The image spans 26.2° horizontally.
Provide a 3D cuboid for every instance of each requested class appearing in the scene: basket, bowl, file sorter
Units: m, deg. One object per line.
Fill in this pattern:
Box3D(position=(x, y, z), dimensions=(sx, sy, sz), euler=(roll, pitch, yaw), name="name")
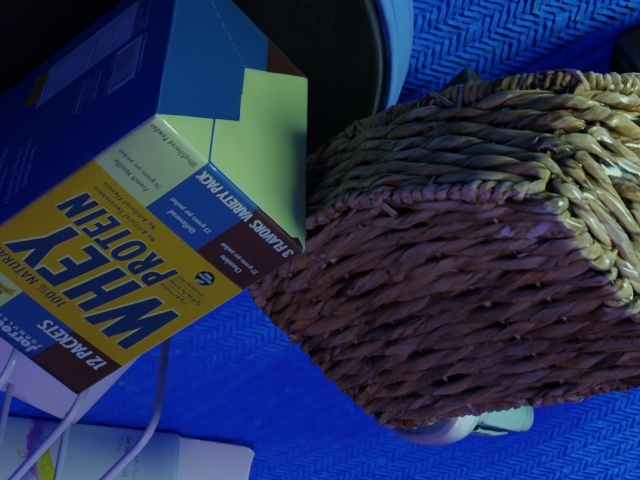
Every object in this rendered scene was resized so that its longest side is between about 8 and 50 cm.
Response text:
Box3D(position=(0.116, -0.028, 0.942), dimensions=(0.213, 0.223, 0.299), euler=(46, 144, -21), name="basket")
Box3D(position=(-0.125, -0.143, 1.022), dimensions=(0.391, 0.077, 0.391), euler=(0, 130, 0), name="bowl")
Box3D(position=(-0.285, 0.096, 1.158), dimensions=(0.277, 0.173, 0.193), euler=(30, 124, -24), name="file sorter")

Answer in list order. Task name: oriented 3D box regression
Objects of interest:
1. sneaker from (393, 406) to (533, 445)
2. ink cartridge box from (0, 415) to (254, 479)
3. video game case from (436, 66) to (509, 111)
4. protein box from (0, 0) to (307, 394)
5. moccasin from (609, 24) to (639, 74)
Box3D(position=(0.128, 0.127, 1.168), dimensions=(0.151, 0.256, 0.094), euler=(12, 89, -12), name="sneaker")
Box3D(position=(-0.252, 0.288, 1.352), dimensions=(0.353, 0.119, 0.207), euler=(6, 129, -6), name="ink cartridge box")
Box3D(position=(0.151, -0.010, 1.155), dimensions=(0.274, 0.026, 0.196), euler=(30, 124, -30), name="video game case")
Box3D(position=(-0.128, -0.046, 0.923), dimensions=(0.201, 0.200, 0.136), euler=(-32, 122, 24), name="protein box")
Box3D(position=(0.336, -0.010, 1.097), dimensions=(0.147, 0.139, 0.380), euler=(-17, 111, 2), name="moccasin")
